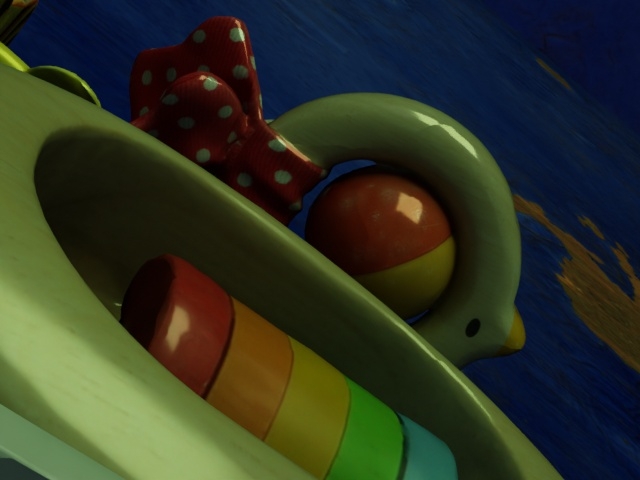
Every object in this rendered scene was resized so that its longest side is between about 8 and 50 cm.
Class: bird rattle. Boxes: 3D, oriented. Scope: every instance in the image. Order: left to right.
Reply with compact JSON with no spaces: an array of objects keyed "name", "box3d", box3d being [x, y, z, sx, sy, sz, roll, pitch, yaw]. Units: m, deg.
[{"name":"bird rattle","box3d":[0.000,0.000,0.979,0.143,0.207,0.254,-54,130,-83]}]

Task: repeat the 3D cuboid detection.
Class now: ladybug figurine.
[{"name":"ladybug figurine","box3d":[-0.046,0.103,0.742,0.449,0.162,0.305,38,17,-15]}]

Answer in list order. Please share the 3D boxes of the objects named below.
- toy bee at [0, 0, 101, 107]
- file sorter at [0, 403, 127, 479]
[{"name":"toy bee","box3d":[-0.187,-0.106,0.937,0.195,0.162,0.298,36,18,-26]},{"name":"file sorter","box3d":[-0.042,0.210,0.455,0.277,0.193,0.173,35,21,-24]}]
